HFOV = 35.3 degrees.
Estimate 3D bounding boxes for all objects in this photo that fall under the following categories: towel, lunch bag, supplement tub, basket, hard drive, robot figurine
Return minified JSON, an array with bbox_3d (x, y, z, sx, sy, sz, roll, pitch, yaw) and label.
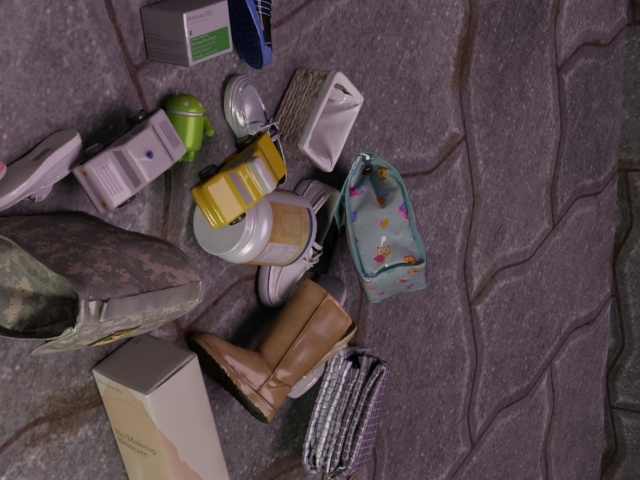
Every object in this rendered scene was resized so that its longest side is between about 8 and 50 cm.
[{"bbox_3d":[0.070,0.375,2.198,0.235,0.121,0.284,27,80,-74],"label":"towel"},{"bbox_3d":[-0.337,0.064,1.413,0.235,0.287,0.169,-7,109,-54],"label":"lunch bag"},{"bbox_3d":[-0.116,-0.028,1.803,0.199,0.144,0.144,7,98,-54],"label":"supplement tub"},{"bbox_3d":[-0.011,-0.231,1.900,0.113,0.103,0.167,38,73,-53],"label":"basket"},{"bbox_3d":[0.000,0.000,2.080,0.094,0.022,0.135,13,93,-56],"label":"hard drive"},{"bbox_3d":[-0.226,-0.188,1.653,0.101,0.067,0.115,-2,105,-41],"label":"robot figurine"},{"bbox_3d":[0.115,-0.030,2.023,0.223,0.160,0.262,70,4,-74],"label":"lunch bag"}]

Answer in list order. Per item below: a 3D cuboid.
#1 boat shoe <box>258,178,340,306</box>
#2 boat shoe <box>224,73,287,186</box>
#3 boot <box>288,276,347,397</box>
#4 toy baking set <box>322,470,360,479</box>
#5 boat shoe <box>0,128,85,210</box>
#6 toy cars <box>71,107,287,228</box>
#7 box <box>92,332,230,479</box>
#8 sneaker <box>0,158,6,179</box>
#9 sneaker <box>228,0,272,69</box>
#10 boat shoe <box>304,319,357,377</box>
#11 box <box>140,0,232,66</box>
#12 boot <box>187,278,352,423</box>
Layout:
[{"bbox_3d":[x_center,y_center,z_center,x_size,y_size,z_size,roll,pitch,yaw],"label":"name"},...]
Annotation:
[{"bbox_3d":[-0.036,0.010,1.977,0.096,0.088,0.268,41,70,-53],"label":"boat shoe"},{"bbox_3d":[-0.105,-0.193,1.804,0.079,0.081,0.227,-45,137,-34],"label":"boat shoe"},{"bbox_3d":[-0.018,0.203,2.095,0.258,0.095,0.123,-54,148,-12],"label":"boot"},{"bbox_3d":[0.049,0.637,2.401,0.196,0.030,0.256,-32,128,-44],"label":"toy baking set"},{"bbox_3d":[-0.410,-0.089,1.452,0.184,0.066,0.063,-54,141,-41],"label":"boat shoe"},{"bbox_3d":[-0.193,-0.115,1.574,0.393,0.087,0.176,8,81,-42],"label":"toy cars"},{"bbox_3d":[-0.269,0.326,1.739,0.121,0.148,0.311,-39,131,-38],"label":"box"},{"bbox_3d":[-0.484,-0.098,1.348,0.134,0.051,0.070,-31,133,-39],"label":"sneaker"},{"bbox_3d":[-0.109,-0.409,1.711,0.090,0.081,0.232,-37,130,-31],"label":"sneaker"},{"bbox_3d":[0.011,0.215,2.013,0.153,0.056,0.048,-39,140,-21],"label":"boat shoe"},{"bbox_3d":[-0.209,-0.332,1.587,0.101,0.102,0.087,-31,125,-43],"label":"box"},{"bbox_3d":[-0.095,0.176,1.910,0.236,0.089,0.269,50,62,-21],"label":"boot"}]
